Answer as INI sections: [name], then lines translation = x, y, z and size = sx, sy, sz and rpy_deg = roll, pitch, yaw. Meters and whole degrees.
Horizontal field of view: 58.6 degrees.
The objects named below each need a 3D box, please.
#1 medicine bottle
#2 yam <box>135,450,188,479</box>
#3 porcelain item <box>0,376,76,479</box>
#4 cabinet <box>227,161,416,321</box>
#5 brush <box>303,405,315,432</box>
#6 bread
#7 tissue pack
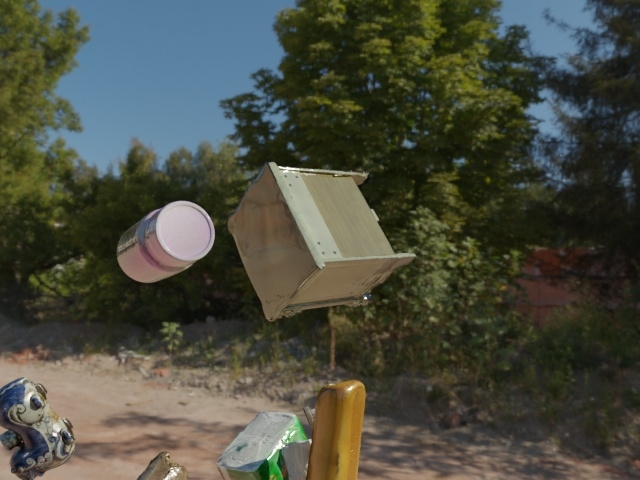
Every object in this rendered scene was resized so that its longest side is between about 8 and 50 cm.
[medicine bottle]
translation = -0.518, 0.009, 1.887
size = 0.219, 0.219, 0.388
rpy_deg = 7, -16, -32
[yam]
translation = -0.455, 0.688, 1.509
size = 0.129, 0.128, 0.238
rpy_deg = -13, 20, 27
[porcelain item]
translation = -0.834, 0.539, 1.629
size = 0.186, 0.288, 0.138
rpy_deg = -34, 19, -18
[cabinet]
translation = 0.000, 0.000, 1.348
size = 0.318, 0.290, 0.227
rpy_deg = -3, -35, -41
[brush]
translation = 0.026, 0.690, 1.844
size = 0.065, 0.327, 0.070
rpy_deg = -18, -16, -8
[bread]
translation = 0.019, 0.333, 0.877
size = 0.074, 0.239, 0.092
rpy_deg = 1, -11, 34
[tissue pack]
translation = -0.054, 0.432, 1.000
size = 0.156, 0.209, 0.148
rpy_deg = -9, 18, 36
